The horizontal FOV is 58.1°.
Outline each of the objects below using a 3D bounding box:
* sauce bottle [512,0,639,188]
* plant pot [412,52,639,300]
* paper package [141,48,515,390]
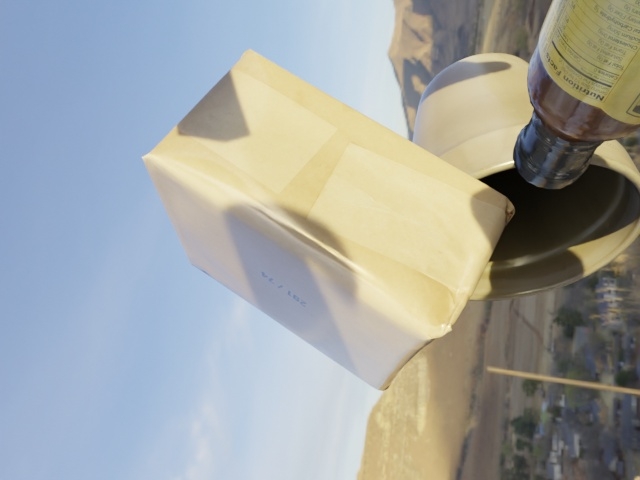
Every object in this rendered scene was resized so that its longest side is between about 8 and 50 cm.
[{"bbox_3d":[0.215,-0.146,0.409,0.344,0.111,0.111,79,-162,-69],"label":"sauce bottle"},{"bbox_3d":[0.256,-0.111,0.836,0.323,0.323,0.280,80,-174,-56],"label":"plant pot"},{"bbox_3d":[0.000,0.000,0.659,0.168,0.325,0.309,-54,-11,-22],"label":"paper package"}]
